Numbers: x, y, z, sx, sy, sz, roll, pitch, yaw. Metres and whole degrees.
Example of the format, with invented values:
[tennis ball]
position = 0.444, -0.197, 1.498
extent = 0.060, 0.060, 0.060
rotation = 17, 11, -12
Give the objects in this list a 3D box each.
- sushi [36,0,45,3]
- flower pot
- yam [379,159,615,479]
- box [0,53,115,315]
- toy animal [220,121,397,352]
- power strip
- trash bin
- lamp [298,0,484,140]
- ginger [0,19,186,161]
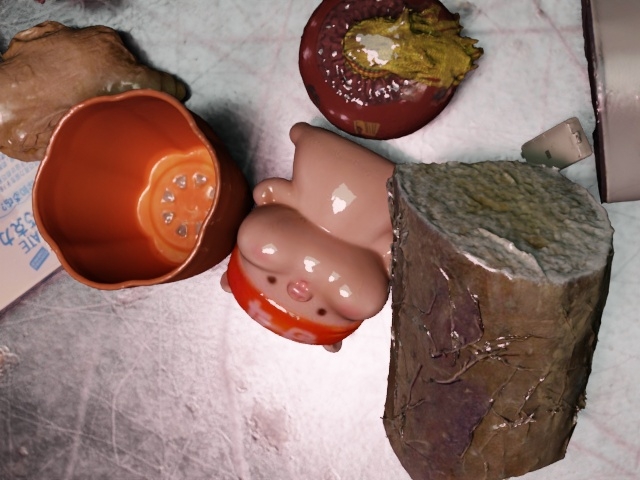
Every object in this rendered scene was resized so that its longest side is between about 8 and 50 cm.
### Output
[sushi]
position = -0.329, -0.355, 1.384
extent = 0.270, 0.236, 0.171
rotation = 34, 90, 9
[flower pot]
position = -0.156, -0.041, 1.394
extent = 0.191, 0.173, 0.190
rotation = -1, 86, 15
[yam]
position = 0.153, 0.086, 1.311
extent = 0.202, 0.201, 0.271
rotation = -7, 128, -23
[box]
position = -0.388, -0.044, 1.504
extent = 0.273, 0.048, 0.265
rotation = -35, 87, 9
[toy animal]
position = 0.000, 0.000, 1.389
extent = 0.171, 0.171, 0.197
rotation = 27, 92, 7
[power strip]
position = 0.225, -0.087, 1.388
extent = 0.016, 0.090, 0.040
rotation = -21, 86, -29
[trash bin]
position = 0.370, -0.151, 1.286
extent = 0.263, 0.217, 0.277
rotation = -6, 99, 10
[lamp]
position = 0.055, -0.174, 1.377
extent = 0.156, 0.135, 0.157
rotation = 40, 101, 5
[ginger]
position = -0.247, -0.159, 1.442
extent = 0.213, 0.074, 0.137
rotation = -18, 81, -13
